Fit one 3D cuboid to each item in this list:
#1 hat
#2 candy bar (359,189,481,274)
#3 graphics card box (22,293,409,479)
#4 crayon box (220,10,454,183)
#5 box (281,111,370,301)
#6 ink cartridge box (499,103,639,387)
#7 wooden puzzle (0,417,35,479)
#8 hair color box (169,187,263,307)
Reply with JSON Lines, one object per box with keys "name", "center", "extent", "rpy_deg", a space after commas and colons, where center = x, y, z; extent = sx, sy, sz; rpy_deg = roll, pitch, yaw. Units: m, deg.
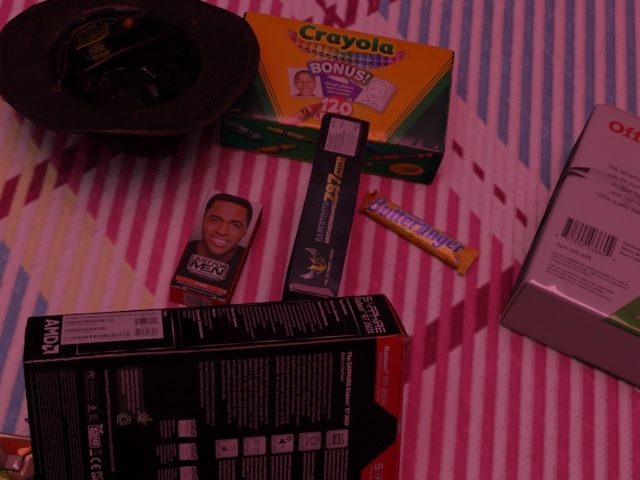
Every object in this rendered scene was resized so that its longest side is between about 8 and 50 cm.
{"name": "hat", "center": [-0.233, -0.183, 1.408], "extent": [0.331, 0.134, 0.331], "rpy_deg": [0, 44, 0]}
{"name": "candy bar", "center": [0.120, -0.012, 1.427], "extent": [0.161, 0.018, 0.040], "rpy_deg": [32, 62, 9]}
{"name": "graphics card box", "center": [-0.105, 0.183, 1.168], "extent": [0.371, 0.232, 0.094], "rpy_deg": [-4, 28, -10]}
{"name": "crayon box", "center": [0.023, -0.183, 1.471], "extent": [0.279, 0.081, 0.165], "rpy_deg": [10, 61, -2]}
{"name": "box", "center": [0.000, 0.000, 1.310], "extent": [0.059, 0.183, 0.232], "rpy_deg": [12, 61, 0]}
{"name": "ink cartridge box", "center": [0.372, 0.005, 1.391], "extent": [0.211, 0.121, 0.289], "rpy_deg": [25, 61, 6]}
{"name": "wooden puzzle", "center": [-0.327, 0.241, 1.231], "extent": [0.079, 0.014, 0.116], "rpy_deg": [4, 61, -5]}
{"name": "hair color box", "center": [-0.123, 0.013, 1.366], "extent": [0.072, 0.043, 0.141], "rpy_deg": [16, 60, 3]}
